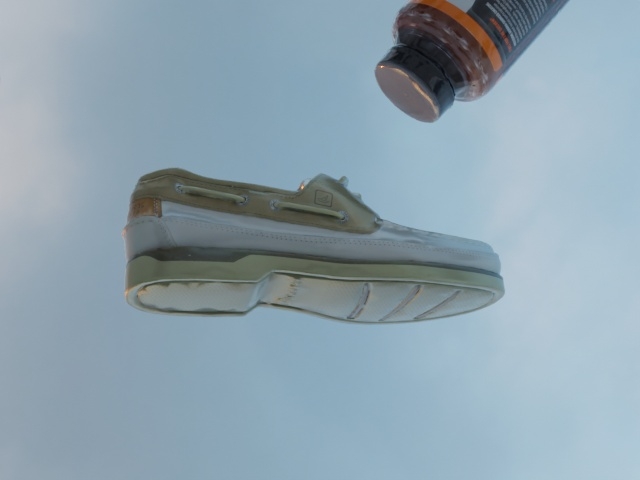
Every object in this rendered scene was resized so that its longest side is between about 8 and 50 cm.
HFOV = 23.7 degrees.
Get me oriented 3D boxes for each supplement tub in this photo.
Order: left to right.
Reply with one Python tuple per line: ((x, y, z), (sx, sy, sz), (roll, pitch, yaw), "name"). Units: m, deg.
((0.133, -0.191, 1.298), (0.106, 0.198, 0.106), (36, -20, 15), "supplement tub")

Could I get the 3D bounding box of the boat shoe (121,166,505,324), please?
((0.000, 0.000, 1.170), (0.113, 0.302, 0.103), (131, -41, -58), "boat shoe")
